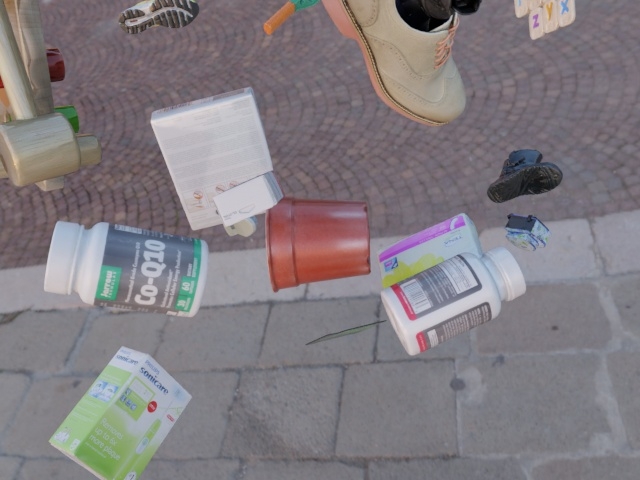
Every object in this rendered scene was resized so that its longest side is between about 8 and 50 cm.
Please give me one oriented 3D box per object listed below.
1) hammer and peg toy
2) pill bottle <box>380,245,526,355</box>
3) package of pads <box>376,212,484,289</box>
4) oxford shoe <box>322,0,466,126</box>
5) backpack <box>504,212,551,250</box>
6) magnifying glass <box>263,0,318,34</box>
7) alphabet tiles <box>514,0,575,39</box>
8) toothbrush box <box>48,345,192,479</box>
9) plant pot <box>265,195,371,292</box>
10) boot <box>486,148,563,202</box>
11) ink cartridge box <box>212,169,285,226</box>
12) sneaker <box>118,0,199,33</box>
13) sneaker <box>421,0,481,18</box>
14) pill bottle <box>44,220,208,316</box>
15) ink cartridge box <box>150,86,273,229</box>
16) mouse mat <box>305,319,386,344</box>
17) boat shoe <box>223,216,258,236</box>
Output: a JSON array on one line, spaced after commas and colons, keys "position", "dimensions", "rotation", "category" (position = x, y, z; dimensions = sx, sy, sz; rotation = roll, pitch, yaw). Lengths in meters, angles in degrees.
[{"position": [-0.324, -0.196, 0.672], "dimensions": [0.127, 0.266, 0.361], "rotation": [-16, 25, -35], "category": "hammer and peg toy"}, {"position": [0.321, 0.136, 1.499], "dimensions": [0.318, 0.176, 0.176], "rotation": [-24, 42, -2], "category": "pill bottle"}, {"position": [0.312, 0.078, 1.731], "dimensions": [0.296, 0.101, 0.229], "rotation": [-26, 42, 19], "category": "package of pads"}, {"position": [0.153, -0.304, 0.973], "dimensions": [0.146, 0.397, 0.141], "rotation": [13, 75, 42], "category": "oxford shoe"}, {"position": [0.601, -0.017, 1.800], "dimensions": [0.105, 0.114, 0.084], "rotation": [13, 75, 61], "category": "backpack"}, {"position": [-0.050, -0.547, 1.417], "dimensions": [0.026, 0.092, 0.231], "rotation": [35, 66, 14], "category": "magnifying glass"}, {"position": [0.530, -0.624, 1.435], "dimensions": [0.021, 0.278, 0.284], "rotation": [-7, 5, -13], "category": "alphabet tiles"}, {"position": [-0.492, 0.446, 1.558], "dimensions": [0.122, 0.206, 0.283], "rotation": [4, 49, 38], "category": "toothbrush box"}, {"position": [0.000, 0.000, 1.681], "dimensions": [0.264, 0.273, 0.273], "rotation": [-3, 43, 3], "category": "plant pot"}, {"position": [0.645, -0.221, 1.906], "dimensions": [0.246, 0.094, 0.207], "rotation": [-21, 23, 48], "category": "boot"}, {"position": [-0.158, -0.098, 1.399], "dimensions": [0.127, 0.073, 0.175], "rotation": [-23, 8, 6], "category": "ink cartridge box"}, {"position": [-0.414, -0.596, 1.606], "dimensions": [0.208, 0.082, 0.094], "rotation": [-6, 34, 6], "category": "sneaker"}, {"position": [0.152, -0.288, 0.719], "dimensions": [0.051, 0.170, 0.089], "rotation": [-24, 71, 5], "category": "sneaker"}, {"position": [-0.473, 0.068, 1.531], "dimensions": [0.360, 0.204, 0.204], "rotation": [10, 38, -19], "category": "pill bottle"}, {"position": [-0.306, -0.245, 1.901], "dimensions": [0.307, 0.385, 0.091], "rotation": [-14, 32, 0], "category": "ink cartridge box"}, {"position": [0.067, 0.247, 1.657], "dimensions": [0.189, 0.152, 0.007], "rotation": [-10, 76, -28], "category": "mouse mat"}, {"position": [-0.266, -0.064, 2.162], "dimensions": [0.081, 0.079, 0.227], "rotation": [-33, 14, -26], "category": "boat shoe"}]
